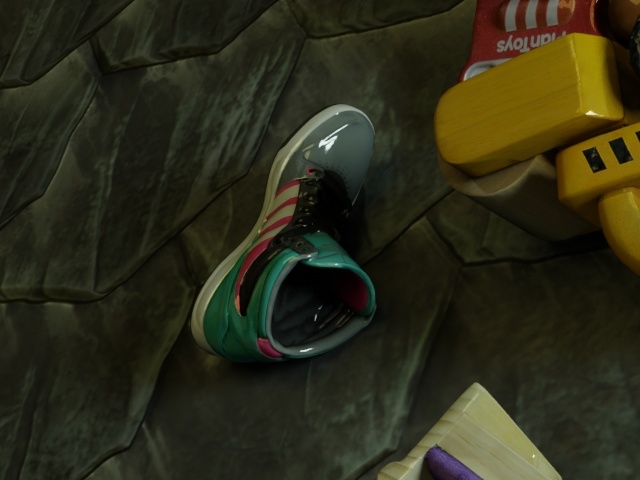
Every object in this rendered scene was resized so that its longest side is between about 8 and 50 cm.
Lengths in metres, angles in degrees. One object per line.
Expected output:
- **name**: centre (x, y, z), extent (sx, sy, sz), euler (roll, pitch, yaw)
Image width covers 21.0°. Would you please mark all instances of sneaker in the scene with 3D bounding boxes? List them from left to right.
- **sneaker**: centre (0.000, 0.000, 1.718), extent (0.178, 0.124, 0.295), euler (17, 74, 54)

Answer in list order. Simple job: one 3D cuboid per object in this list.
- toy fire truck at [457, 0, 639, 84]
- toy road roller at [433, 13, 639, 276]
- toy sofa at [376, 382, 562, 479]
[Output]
- **toy fire truck**: centre (0.272, -0.230, 1.694), extent (0.302, 0.169, 0.254), euler (0, 79, 43)
- **toy road roller**: centre (0.271, -0.044, 1.461), extent (0.329, 0.202, 0.241), euler (-19, 60, 34)
- **toy sofa**: centre (0.188, 0.273, 1.269), extent (0.177, 0.150, 0.362), euler (-47, 37, -7)
